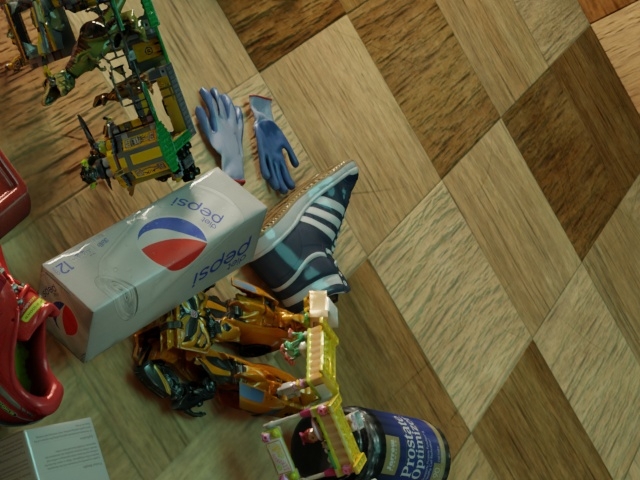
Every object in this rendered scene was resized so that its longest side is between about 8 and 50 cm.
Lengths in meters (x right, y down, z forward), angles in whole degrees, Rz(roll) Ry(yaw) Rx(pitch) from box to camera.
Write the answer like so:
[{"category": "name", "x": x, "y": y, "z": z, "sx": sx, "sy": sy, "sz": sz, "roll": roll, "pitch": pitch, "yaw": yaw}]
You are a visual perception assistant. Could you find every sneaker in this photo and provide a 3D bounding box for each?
[{"category": "sneaker", "x": 0.000, "y": 0.000, "z": 2.040, "sx": 0.153, "sy": 0.099, "sz": 0.282, "roll": 55, "pitch": 42, "yaw": -7}, {"category": "sneaker", "x": -0.333, "y": 0.061, "z": 1.486, "sx": 0.107, "sy": 0.118, "sz": 0.279, "roll": -39, "pitch": 119, "yaw": -60}]

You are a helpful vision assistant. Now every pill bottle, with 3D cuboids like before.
[{"category": "pill bottle", "x": 0.067, "y": 0.292, "z": 1.928, "sx": 0.219, "sy": 0.123, "sz": 0.122, "roll": 17, "pitch": 56, "yaw": -45}]

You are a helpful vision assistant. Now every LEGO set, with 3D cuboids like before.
[{"category": "LEGO set", "x": -0.290, "y": -0.195, "z": 1.674, "sx": 0.255, "sy": 0.192, "sz": 0.331, "roll": -81, "pitch": 152, "yaw": -69}, {"category": "LEGO set", "x": -0.017, "y": 0.204, "z": 1.777, "sx": 0.132, "sy": 0.107, "sz": 0.287, "roll": 23, "pitch": 49, "yaw": -67}]

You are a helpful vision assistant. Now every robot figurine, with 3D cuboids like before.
[{"category": "robot figurine", "x": -0.127, "y": 0.126, "z": 1.804, "sx": 0.291, "sy": 0.085, "sz": 0.211, "roll": 24, "pitch": 51, "yaw": -45}]

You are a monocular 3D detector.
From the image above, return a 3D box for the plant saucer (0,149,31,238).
[{"category": "plant saucer", "x": -0.444, "y": -0.085, "z": 1.539, "sx": 0.259, "sy": 0.048, "sz": 0.258, "roll": 57, "pitch": 35, "yaw": -14}]

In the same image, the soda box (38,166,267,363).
[{"category": "soda box", "x": -0.196, "y": 0.024, "z": 1.666, "sx": 0.091, "sy": 0.098, "sz": 0.286, "roll": 39, "pitch": 47, "yaw": 21}]

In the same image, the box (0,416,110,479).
[{"category": "box", "x": -0.295, "y": 0.246, "z": 1.485, "sx": 0.101, "sy": 0.102, "sz": 0.087, "roll": -3, "pitch": 71, "yaw": -55}]

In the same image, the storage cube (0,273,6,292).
[{"category": "storage cube", "x": -0.441, "y": 0.085, "z": 1.298, "sx": 0.184, "sy": 0.215, "sz": 0.193, "roll": 42, "pitch": 47, "yaw": -31}]

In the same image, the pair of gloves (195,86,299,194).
[{"category": "pair of gloves", "x": -0.105, "y": -0.145, "z": 2.060, "sx": 0.198, "sy": 0.023, "sz": 0.159, "roll": 5, "pitch": 68, "yaw": -52}]
